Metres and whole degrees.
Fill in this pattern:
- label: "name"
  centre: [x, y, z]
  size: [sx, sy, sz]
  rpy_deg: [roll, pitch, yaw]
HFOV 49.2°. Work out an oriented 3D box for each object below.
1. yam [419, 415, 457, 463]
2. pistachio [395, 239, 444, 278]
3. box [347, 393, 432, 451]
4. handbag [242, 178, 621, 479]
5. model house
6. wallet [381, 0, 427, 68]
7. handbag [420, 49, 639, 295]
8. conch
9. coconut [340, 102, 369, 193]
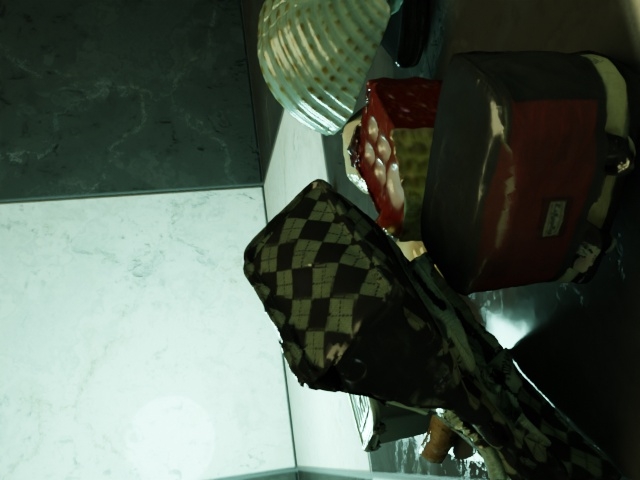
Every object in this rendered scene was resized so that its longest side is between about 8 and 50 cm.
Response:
- label: "yam"
  centre: [0.213, 0.308, 1.182]
  size: [0.241, 0.056, 0.057]
  rpy_deg: [100, 161, -45]
- label: "pistachio"
  centre: [0.182, 0.020, 1.104]
  size: [0.145, 0.117, 0.200]
  rpy_deg: [-57, 2, -5]
- label: "box"
  centre: [0.130, 0.280, 1.382]
  size: [0.163, 0.135, 0.243]
  rpy_deg: [97, 163, -47]
- label: "handbag"
  centre: [0.129, 0.139, 0.796]
  size: [0.180, 0.416, 0.317]
  rpy_deg: [-48, 28, 5]
- label: "model house"
  centre: [0.164, -0.093, 0.930]
  size: [0.254, 0.195, 0.160]
  rpy_deg: [-109, 21, -48]
- label: "wallet"
  centre: [0.116, -0.508, 1.325]
  size: [0.406, 0.062, 0.228]
  rpy_deg: [-111, 21, -51]
- label: "handbag"
  centre: [0.217, -0.067, 0.714]
  size: [0.181, 0.181, 0.255]
  rpy_deg: [-116, 24, -56]
- label: "conch"
  centre: [-0.004, -0.352, 1.223]
  size: [0.319, 0.215, 0.303]
  rpy_deg: [137, 145, -70]
- label: "coconut"
  centre: [0.114, -0.167, 1.213]
  size: [0.161, 0.161, 0.162]
  rpy_deg: [-145, 43, -75]
